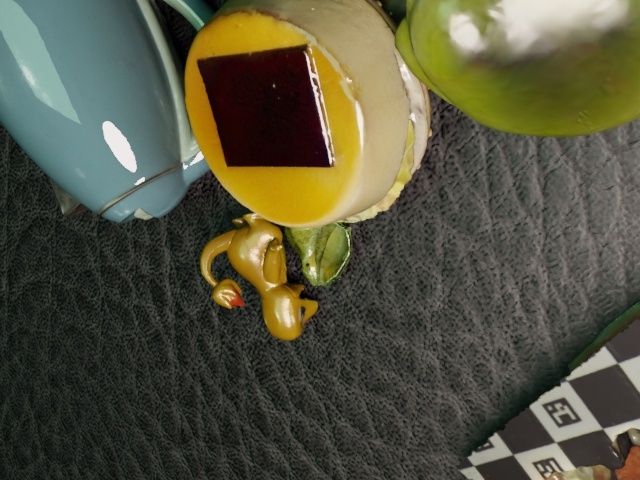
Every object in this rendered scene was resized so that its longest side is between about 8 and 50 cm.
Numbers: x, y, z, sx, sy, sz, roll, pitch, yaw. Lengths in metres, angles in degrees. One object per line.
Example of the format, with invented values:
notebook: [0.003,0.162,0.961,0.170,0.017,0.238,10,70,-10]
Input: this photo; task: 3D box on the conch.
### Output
conch: [0.000,0.000,1.072,0.089,0.074,0.121,-3,96,42]

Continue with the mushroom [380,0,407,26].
mushroom: [0.168,-0.288,0.892,0.118,0.103,0.270,53,127,9]

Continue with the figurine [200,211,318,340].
figurine: [-0.082,0.055,1.107,0.176,0.122,0.121,61,157,-3]

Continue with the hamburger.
hamburger: [-0.014,-0.156,0.969,0.300,0.176,0.300,23,130,31]

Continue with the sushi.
sushi: [0.362,0.261,0.915,0.320,0.069,0.339,41,135,8]

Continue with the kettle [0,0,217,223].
kettle: [-0.259,-0.200,1.112,0.319,0.247,0.342,-31,92,7]

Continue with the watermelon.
watermelon: [0.349,0.111,0.896,0.101,0.080,0.155,34,104,8]

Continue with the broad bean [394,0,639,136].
broad bean: [0.219,-0.202,0.810,0.290,0.119,0.238,6,131,-2]
